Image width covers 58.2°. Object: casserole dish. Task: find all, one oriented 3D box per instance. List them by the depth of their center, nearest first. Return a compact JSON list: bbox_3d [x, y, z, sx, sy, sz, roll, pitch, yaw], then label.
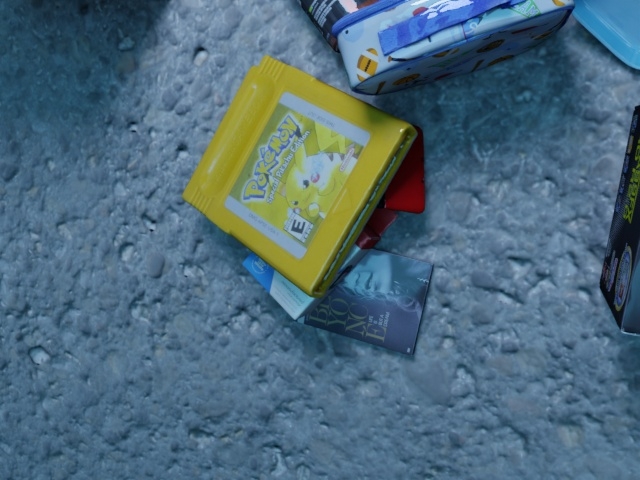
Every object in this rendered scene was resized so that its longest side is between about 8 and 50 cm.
[{"bbox_3d":[0.408,-0.305,0.744,0.188,0.037,0.114,39,150,-6],"label":"casserole dish"}]

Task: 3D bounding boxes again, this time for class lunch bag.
[{"bbox_3d":[0.177,-0.286,0.755,0.303,0.243,0.115,-17,94,22],"label":"lunch bag"}]

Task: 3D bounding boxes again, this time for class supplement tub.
[{"bbox_3d":[0.008,-0.392,0.870,0.106,0.106,0.198,-37,87,22],"label":"supplement tub"}]

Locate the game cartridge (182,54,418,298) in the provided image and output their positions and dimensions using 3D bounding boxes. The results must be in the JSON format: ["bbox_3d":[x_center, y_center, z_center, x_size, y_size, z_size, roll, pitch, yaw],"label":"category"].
[{"bbox_3d":[-0.051,-0.113,0.898,0.323,0.052,0.285,34,98,30],"label":"game cartridge"}]

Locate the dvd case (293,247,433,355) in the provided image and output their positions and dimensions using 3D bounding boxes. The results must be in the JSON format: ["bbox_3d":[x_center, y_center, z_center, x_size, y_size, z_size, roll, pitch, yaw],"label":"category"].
[{"bbox_3d":[0.068,0.090,0.984,0.221,0.018,0.165,14,104,17],"label":"dvd case"}]

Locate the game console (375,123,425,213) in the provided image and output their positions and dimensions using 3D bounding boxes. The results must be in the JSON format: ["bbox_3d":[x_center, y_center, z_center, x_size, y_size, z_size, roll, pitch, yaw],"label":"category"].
[{"bbox_3d":[0.088,-0.111,0.896,0.124,0.085,0.144,-7,76,32],"label":"game console"}]

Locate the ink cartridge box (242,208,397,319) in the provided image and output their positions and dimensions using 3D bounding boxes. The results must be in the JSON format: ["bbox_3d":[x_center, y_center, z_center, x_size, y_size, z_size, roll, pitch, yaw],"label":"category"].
[{"bbox_3d":[0.000,0.000,0.941,0.134,0.078,0.231,44,103,13],"label":"ink cartridge box"}]

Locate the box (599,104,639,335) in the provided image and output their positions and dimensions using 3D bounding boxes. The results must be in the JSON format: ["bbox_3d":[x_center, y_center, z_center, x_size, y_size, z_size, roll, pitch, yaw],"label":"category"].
[{"bbox_3d":[0.421,-0.037,0.729,0.060,0.216,0.270,9,104,18],"label":"box"}]
